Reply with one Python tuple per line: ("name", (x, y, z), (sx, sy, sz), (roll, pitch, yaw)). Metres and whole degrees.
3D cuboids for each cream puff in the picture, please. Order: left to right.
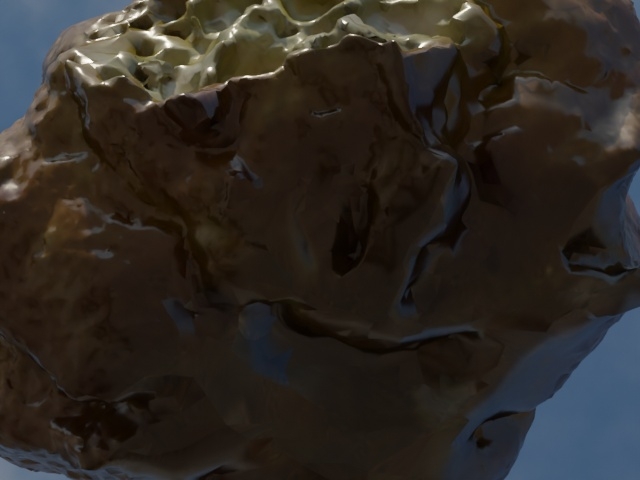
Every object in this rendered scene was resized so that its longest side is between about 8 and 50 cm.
("cream puff", (0.000, 0.000, 0.629), (0.269, 0.155, 0.241), (-41, -50, 8))
